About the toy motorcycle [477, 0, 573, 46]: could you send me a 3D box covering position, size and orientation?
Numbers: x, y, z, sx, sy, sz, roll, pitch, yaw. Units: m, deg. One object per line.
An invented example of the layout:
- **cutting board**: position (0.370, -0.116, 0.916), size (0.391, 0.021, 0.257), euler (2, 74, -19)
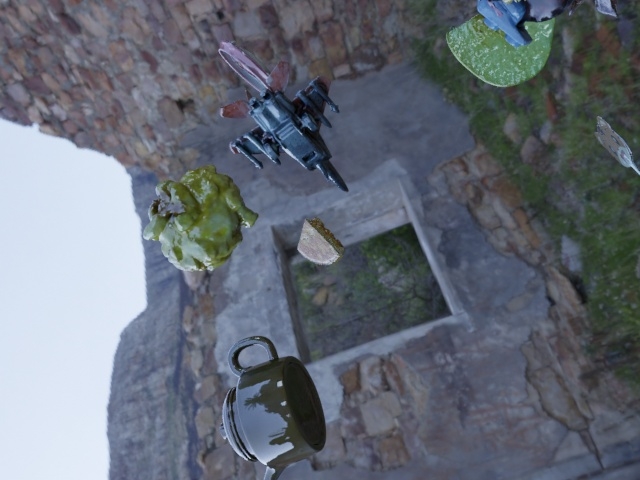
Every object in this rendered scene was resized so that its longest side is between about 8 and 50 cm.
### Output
- **toy motorcycle**: position (0.238, -0.493, 1.060), size (0.416, 0.232, 0.172), euler (42, -145, 10)

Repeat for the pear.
- **pear**: position (0.530, -0.543, 1.684), size (0.239, 0.288, 0.139), euler (64, -165, 13)

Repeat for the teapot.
- **teapot**: position (-0.107, 0.311, 1.106), size (0.185, 0.175, 0.268), euler (35, -145, -72)

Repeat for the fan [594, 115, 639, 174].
- **fan**: position (0.746, -0.205, 1.474), size (0.227, 0.008, 0.152), euler (59, -169, 25)

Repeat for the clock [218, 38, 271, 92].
- **clock**: position (-0.214, -0.534, 1.866), size (0.244, 0.056, 0.244), euler (40, 179, 1)

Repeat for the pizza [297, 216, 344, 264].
- **pizza**: position (0.000, 0.000, 1.558), size (0.175, 0.046, 0.134), euler (16, 126, 47)

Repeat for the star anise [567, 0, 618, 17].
- **star anise**: position (0.497, -0.496, 1.068), size (0.063, 0.171, 0.208), euler (-157, 54, -82)

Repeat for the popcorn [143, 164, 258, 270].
- **popcorn**: position (-0.277, -0.052, 1.415), size (0.195, 0.254, 0.256), euler (-159, 79, -70)

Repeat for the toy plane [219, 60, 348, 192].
- **toy plane**: position (-0.031, -0.179, 1.131), size (0.326, 0.222, 0.104), euler (46, -163, -35)

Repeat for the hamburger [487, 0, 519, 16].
- **hamburger**: position (0.280, -0.433, 0.819), size (0.138, 0.243, 0.261), euler (31, -154, 21)
